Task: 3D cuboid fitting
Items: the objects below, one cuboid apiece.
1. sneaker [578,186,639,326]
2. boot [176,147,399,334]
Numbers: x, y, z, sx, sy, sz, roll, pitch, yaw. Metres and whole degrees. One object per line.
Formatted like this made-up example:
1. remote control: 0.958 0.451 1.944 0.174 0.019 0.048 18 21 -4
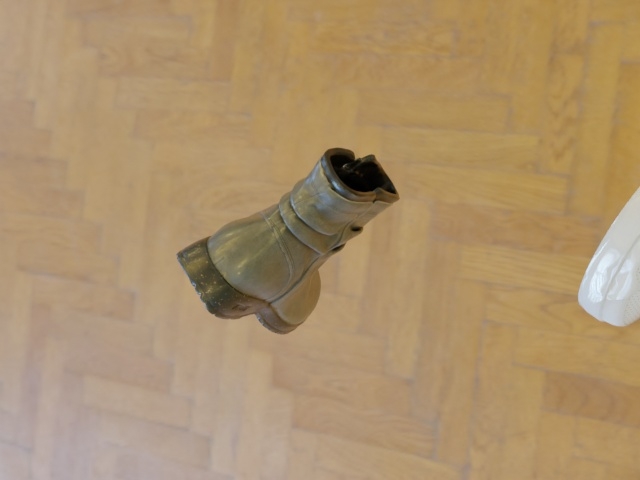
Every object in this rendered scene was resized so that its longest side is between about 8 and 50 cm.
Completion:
1. sneaker: 0.327 -0.002 0.980 0.169 0.108 0.292 47 127 21
2. boot: 0.000 0.000 1.055 0.161 0.246 0.083 -34 79 11
